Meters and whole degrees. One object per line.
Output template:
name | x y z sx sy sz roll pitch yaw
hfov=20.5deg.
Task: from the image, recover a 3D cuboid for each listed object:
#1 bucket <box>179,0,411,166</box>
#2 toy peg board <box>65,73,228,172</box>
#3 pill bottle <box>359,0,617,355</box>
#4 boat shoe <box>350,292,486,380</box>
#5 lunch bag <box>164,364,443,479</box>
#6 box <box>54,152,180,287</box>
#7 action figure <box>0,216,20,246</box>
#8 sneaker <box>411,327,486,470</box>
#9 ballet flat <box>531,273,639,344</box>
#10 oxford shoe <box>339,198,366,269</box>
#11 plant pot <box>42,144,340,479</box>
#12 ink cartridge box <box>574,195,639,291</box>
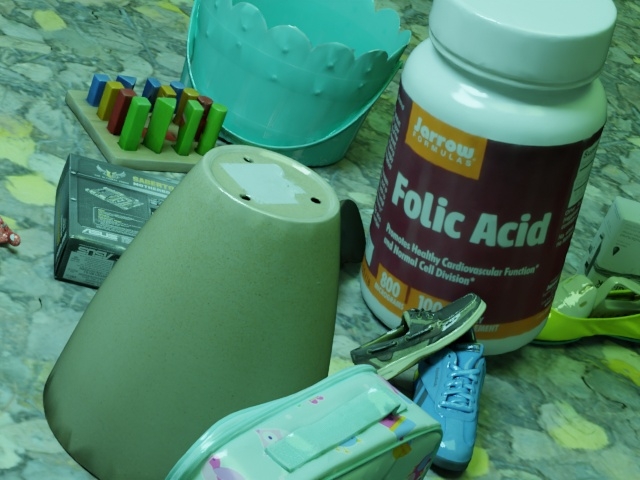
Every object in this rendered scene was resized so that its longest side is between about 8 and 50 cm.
bucket | -0.043 -0.232 2.265 0.281 0.183 0.281 18 26 -9
toy peg board | -0.198 -0.157 2.127 0.161 0.079 0.160 3 33 -35
pill bottle | 0.182 -0.091 1.909 0.224 0.392 0.224 8 32 -5
boat shoe | 0.100 0.094 1.822 0.049 0.152 0.056 58 -9 -11
lunch bag | -0.030 0.216 1.401 0.108 0.224 0.279 35 30 23
box | -0.167 -0.002 1.887 0.231 0.056 0.183 14 27 -17
action figure | -0.353 -0.026 1.825 0.115 0.030 0.038 35 24 20
sneaker | 0.133 0.152 1.805 0.069 0.082 0.209 21 28 -7
ballet flat | 0.318 0.076 2.087 0.231 0.077 0.077 3 34 -33
oxford shoe | 0.000 0.000 2.006 0.076 0.076 0.212 -13 5 21
plant pot | -0.090 0.062 1.585 0.256 0.274 0.256 17 27 -9
ink cartridge box | 0.382 0.026 2.167 0.099 0.135 0.056 16 30 -11
